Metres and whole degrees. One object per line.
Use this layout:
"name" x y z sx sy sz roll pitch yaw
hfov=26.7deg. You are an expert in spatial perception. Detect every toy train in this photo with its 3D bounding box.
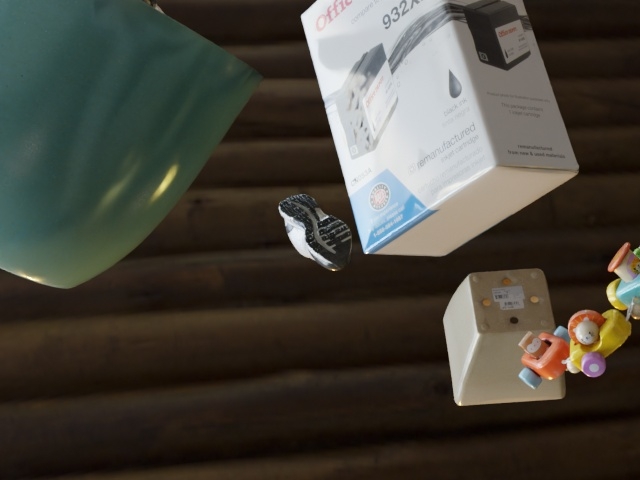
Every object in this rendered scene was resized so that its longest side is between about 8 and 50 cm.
"toy train" 0.223 0.054 1.115 0.046 0.125 0.166 41 -90 -11

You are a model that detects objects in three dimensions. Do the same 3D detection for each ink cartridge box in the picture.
"ink cartridge box" 0.119 -0.165 1.460 0.129 0.223 0.307 1 -115 -38

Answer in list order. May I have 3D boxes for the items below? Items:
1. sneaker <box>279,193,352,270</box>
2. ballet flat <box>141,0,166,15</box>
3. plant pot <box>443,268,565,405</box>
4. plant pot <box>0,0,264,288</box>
"sneaker" 0.000 0.000 1.161 0.040 0.043 0.109 -20 -147 -13
"ballet flat" -0.207 -0.247 1.517 0.074 0.074 0.203 -19 -172 -17
"plant pot" 0.181 0.086 1.308 0.109 0.096 0.109 -4 -128 -1
"plant pot" -0.230 -0.103 1.108 0.293 0.293 0.235 30 -88 22
